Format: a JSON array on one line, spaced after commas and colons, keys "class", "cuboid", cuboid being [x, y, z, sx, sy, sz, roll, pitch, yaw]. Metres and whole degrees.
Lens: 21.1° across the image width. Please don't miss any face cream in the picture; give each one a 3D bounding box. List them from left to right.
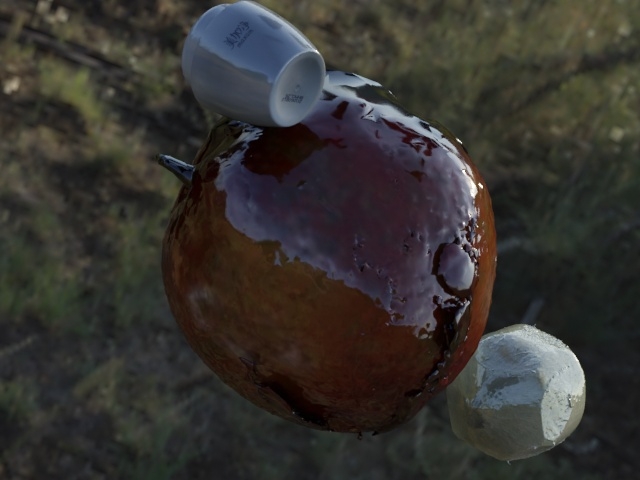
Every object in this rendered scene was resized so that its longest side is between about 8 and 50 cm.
[{"class": "face cream", "cuboid": [-0.051, -0.134, 1.320, 0.095, 0.091, 0.091, 28, 25, 32]}]

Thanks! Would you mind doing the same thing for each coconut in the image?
[{"class": "coconut", "cuboid": [0.231, 0.185, 2.056, 0.161, 0.161, 0.162, 35, 34, 20]}]

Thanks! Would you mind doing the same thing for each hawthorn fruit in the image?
[{"class": "hawthorn fruit", "cuboid": [0.015, 0.005, 1.444, 0.316, 0.316, 0.316, 19, 28, -10]}]
